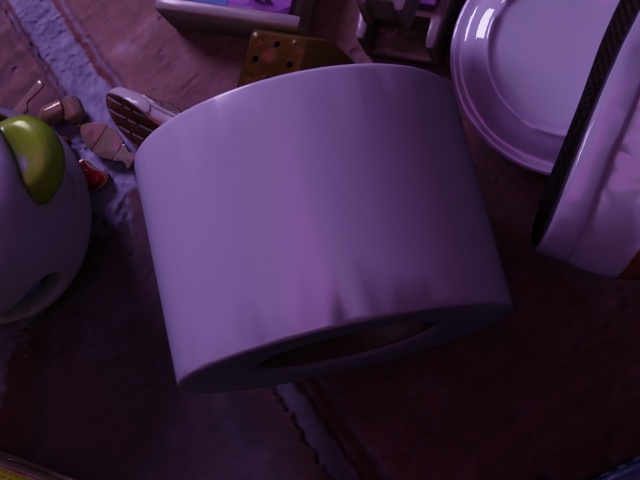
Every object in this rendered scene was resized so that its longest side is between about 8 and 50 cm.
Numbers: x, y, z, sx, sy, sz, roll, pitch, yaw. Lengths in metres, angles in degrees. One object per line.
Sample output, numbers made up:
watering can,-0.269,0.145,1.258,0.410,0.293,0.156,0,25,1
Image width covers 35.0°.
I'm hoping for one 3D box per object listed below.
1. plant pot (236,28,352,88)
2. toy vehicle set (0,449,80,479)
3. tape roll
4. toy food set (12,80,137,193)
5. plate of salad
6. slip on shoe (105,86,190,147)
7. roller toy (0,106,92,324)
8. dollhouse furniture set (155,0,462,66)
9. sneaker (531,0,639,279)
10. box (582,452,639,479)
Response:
plant pot,-0.028,-0.136,0.852,0.081,0.083,0.081,12,83,15
toy vehicle set,-0.263,0.198,0.804,0.266,0.166,0.035,16,83,17
tape roll,0.000,0.000,0.735,0.246,0.246,0.169,-16,77,11
toy food set,-0.229,-0.087,0.929,0.122,0.019,0.078,41,92,10
plate of salad,0.204,-0.145,0.812,0.199,0.048,0.200,-2,80,10
slip on shoe,-0.130,-0.102,0.896,0.135,0.051,0.041,26,47,25
roller toy,-0.303,-0.023,0.868,0.209,0.146,0.191,16,93,21
dollhouse furniture set,-0.041,-0.294,0.771,0.286,0.303,0.198,11,83,16
sneaker,0.258,-0.108,0.727,0.123,0.106,0.290,21,98,2
box,0.204,0.303,0.641,0.395,0.212,0.294,-27,74,9
